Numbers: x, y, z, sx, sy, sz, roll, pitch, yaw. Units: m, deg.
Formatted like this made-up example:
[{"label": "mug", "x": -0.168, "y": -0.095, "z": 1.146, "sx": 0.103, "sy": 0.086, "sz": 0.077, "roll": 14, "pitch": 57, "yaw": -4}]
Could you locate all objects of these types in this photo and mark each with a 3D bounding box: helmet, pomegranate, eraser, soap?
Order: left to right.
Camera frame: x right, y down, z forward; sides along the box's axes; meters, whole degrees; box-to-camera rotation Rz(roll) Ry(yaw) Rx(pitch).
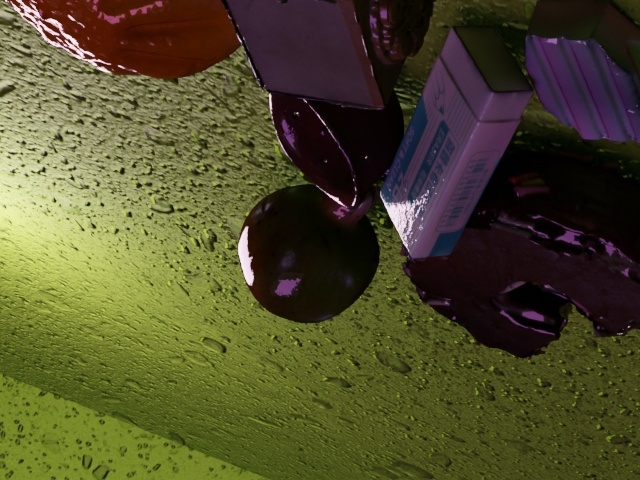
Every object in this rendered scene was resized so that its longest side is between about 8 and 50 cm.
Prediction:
[{"label": "pomegranate", "x": 0.000, "y": 0.000, "z": 1.502, "sx": 0.180, "sy": 0.180, "sz": 0.210, "roll": 32, "pitch": 126, "yaw": -16}, {"label": "helmet", "x": 0.026, "y": -0.120, "z": 1.277, "sx": 0.155, "sy": 0.106, "sz": 0.175, "roll": 57, "pitch": 162, "yaw": -1}, {"label": "eraser", "x": 0.124, "y": -0.088, "z": 1.177, "sx": 0.052, "sy": 0.096, "sz": 0.225, "roll": -5, "pitch": 141, "yaw": -24}, {"label": "soap", "x": 0.238, "y": -0.150, "z": 1.085, "sx": 0.100, "sy": 0.056, "sz": 0.149, "roll": 5, "pitch": 150, "yaw": 33}]

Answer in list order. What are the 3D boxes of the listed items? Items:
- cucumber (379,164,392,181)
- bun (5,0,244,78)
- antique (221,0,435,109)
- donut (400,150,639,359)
[{"label": "cucumber", "x": 0.085, "y": -0.085, "z": 1.375, "sx": 0.105, "sy": 0.048, "sz": 0.048, "roll": 19, "pitch": 155, "yaw": 8}, {"label": "bun", "x": -0.201, "y": -0.253, "z": 1.102, "sx": 0.299, "sy": 0.165, "sz": 0.299, "roll": 22, "pitch": 151, "yaw": 13}, {"label": "antique", "x": 0.016, "y": -0.213, "z": 1.049, "sx": 0.148, "sy": 0.152, "sz": 0.147, "roll": 12, "pitch": 154, "yaw": 21}, {"label": "donut", "x": 0.226, "y": 0.009, "z": 1.334, "sx": 0.259, "sy": 0.136, "sz": 0.345, "roll": 31, "pitch": 154, "yaw": -10}]
